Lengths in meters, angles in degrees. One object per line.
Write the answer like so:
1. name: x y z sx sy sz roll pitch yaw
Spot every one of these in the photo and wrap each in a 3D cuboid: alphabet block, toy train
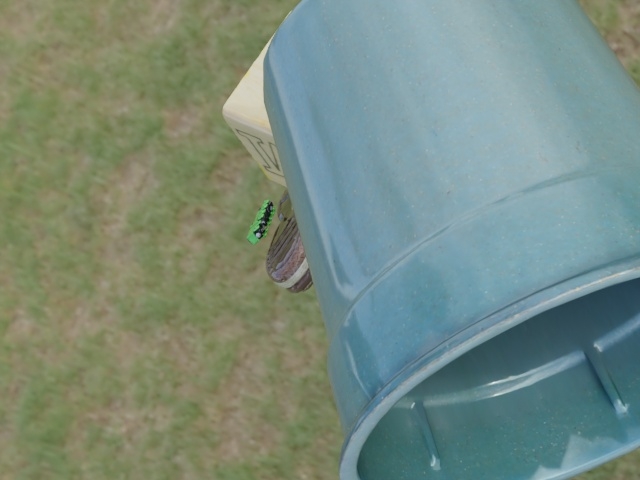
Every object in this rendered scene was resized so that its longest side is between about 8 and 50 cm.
1. alphabet block: 0.019 -0.168 1.890 0.197 0.193 0.192 23 71 32
2. toy train: -0.068 -0.021 1.574 0.024 0.017 0.083 -39 16 23

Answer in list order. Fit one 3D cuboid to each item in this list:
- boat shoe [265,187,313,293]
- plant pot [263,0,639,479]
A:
1. boat shoe: 0.005 -0.006 1.566 0.095 0.095 0.257 -50 13 23
2. plant pot: 0.124 -0.027 1.024 0.341 0.341 0.334 -38 56 29
